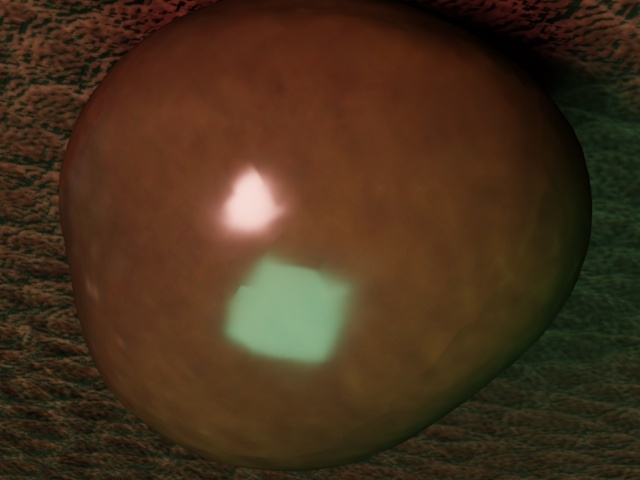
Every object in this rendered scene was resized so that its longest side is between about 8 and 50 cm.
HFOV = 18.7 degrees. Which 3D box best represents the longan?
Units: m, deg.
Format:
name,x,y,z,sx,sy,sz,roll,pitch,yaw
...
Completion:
name,x,y,z,sx,sy,sz,roll,pitch,yaw
longan,0.000,0.000,1.029,0.300,0.243,0.300,6,161,2
